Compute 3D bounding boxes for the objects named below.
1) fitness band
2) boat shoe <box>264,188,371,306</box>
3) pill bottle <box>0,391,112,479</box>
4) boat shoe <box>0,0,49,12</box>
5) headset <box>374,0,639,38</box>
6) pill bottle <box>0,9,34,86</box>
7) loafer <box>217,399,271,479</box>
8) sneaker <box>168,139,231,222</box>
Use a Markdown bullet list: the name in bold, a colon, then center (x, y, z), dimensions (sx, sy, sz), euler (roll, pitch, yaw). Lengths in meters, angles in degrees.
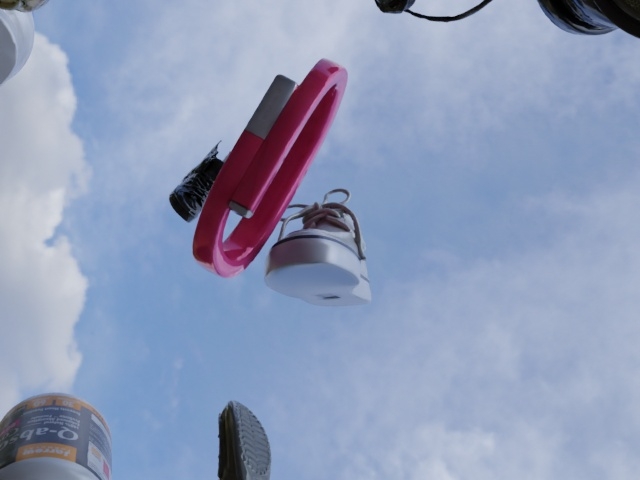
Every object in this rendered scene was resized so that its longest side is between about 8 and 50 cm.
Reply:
- **fitness band**: center (-0.055, -0.086, 0.948), dimensions (0.054, 0.209, 0.290), euler (29, -97, 8)
- **boat shoe**: center (0.009, 0.000, 1.148), dimensions (0.136, 0.367, 0.156), euler (-5, -102, 14)
- **pill bottle**: center (-0.345, 0.317, 1.005), dimensions (0.278, 0.162, 0.162), euler (-136, -132, -70)
- **boat shoe**: center (-0.235, -0.224, 0.622), dimensions (0.109, 0.302, 0.098), euler (42, -40, 48)
- **headset**: center (0.227, -0.237, 0.568), dimensions (0.395, 0.243, 0.185), euler (-12, -73, 1)
- **pill bottle**: center (-0.356, -0.228, 0.814), dimensions (0.221, 0.124, 0.124), euler (-119, -138, -54)
- **loafer**: center (-0.123, 0.347, 1.151), dimensions (0.087, 0.094, 0.251), euler (-27, -133, 16)
- **sneaker**: center (-0.177, -0.092, 1.215), dimensions (0.089, 0.170, 0.051), euler (-40, -71, 12)
